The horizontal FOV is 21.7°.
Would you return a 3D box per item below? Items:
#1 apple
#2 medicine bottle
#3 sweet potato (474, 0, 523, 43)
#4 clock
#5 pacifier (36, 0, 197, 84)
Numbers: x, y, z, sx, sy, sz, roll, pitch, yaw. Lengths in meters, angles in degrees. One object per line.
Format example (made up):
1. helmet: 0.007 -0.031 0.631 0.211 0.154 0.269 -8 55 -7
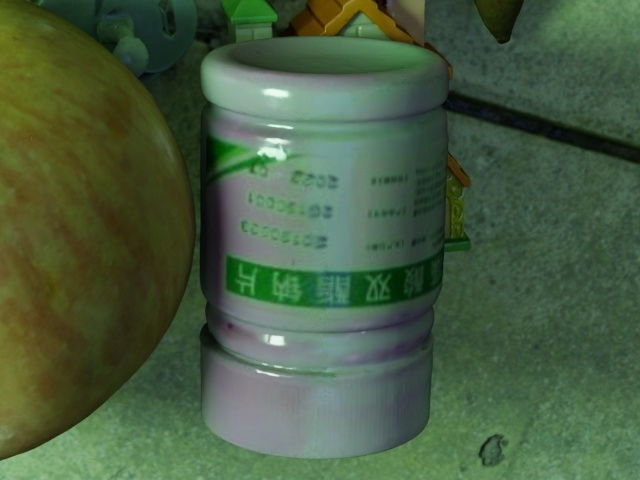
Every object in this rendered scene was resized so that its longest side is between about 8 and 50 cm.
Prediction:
1. apple: -0.299 -0.014 1.367 0.391 0.391 0.346 -22 127 -3
2. medicine bottle: 0.000 0.000 1.427 0.212 0.212 0.325 -1 107 -12
3. sweet potato: 0.131 -0.337 1.505 0.108 0.079 0.346 -27 113 13
4. clock: 0.023 -0.115 1.556 0.220 0.106 0.255 -6 113 -11
5. pacifier: -0.179 -0.172 1.482 0.150 0.116 0.127 -7 127 -13
